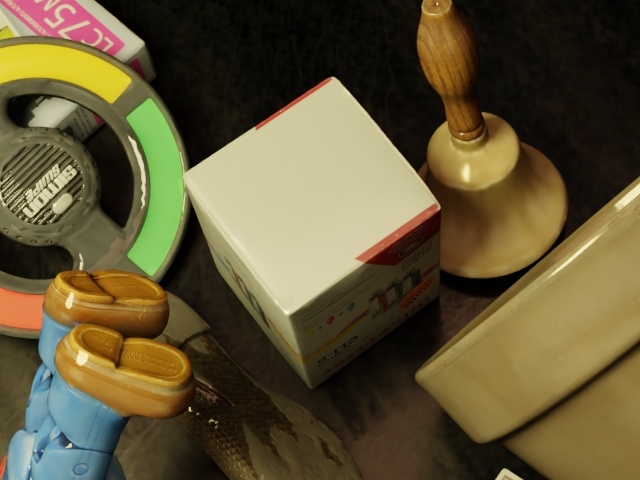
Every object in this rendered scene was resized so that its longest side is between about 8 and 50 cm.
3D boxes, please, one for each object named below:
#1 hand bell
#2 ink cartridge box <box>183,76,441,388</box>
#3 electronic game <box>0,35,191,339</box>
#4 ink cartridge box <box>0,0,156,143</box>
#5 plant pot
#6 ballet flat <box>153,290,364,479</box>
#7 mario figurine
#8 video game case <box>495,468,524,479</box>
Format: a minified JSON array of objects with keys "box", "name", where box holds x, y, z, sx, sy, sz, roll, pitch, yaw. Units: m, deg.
[{"box":[0.100,-0.088,1.013,0.126,0.242,0.126,-6,57,10],"name":"hand bell"},{"box":[0.000,0.000,1.032,0.128,0.176,0.127,-35,70,-9],"name":"ink cartridge box"},{"box":[-0.210,-0.040,1.097,0.229,0.048,0.229,1,85,-15],"name":"electronic game"},{"box":[-0.306,-0.097,1.169,0.186,0.065,0.311,41,78,20],"name":"ink cartridge box"},{"box":[0.268,0.087,0.921,0.323,0.323,0.280,-38,85,-11],"name":"plant pot"},{"box":[-0.061,0.135,1.049,0.250,0.058,0.084,43,41,15],"name":"ballet flat"},{"box":[-0.151,0.183,0.943,0.170,0.198,0.320,28,114,8],"name":"mario figurine"},{"box":[0.130,0.230,1.007,0.087,0.011,0.122,32,74,17],"name":"video game case"}]
